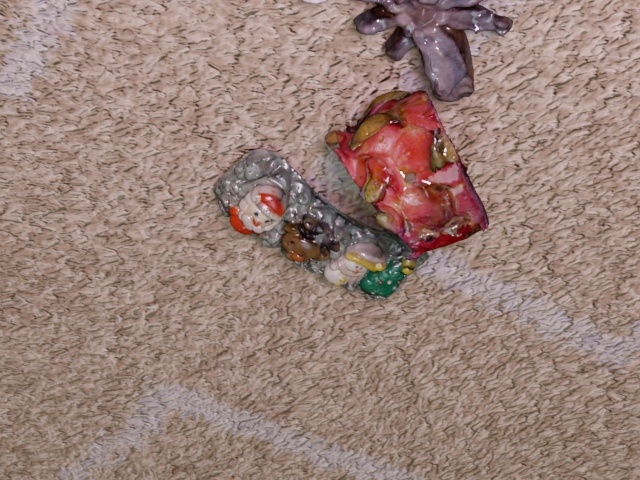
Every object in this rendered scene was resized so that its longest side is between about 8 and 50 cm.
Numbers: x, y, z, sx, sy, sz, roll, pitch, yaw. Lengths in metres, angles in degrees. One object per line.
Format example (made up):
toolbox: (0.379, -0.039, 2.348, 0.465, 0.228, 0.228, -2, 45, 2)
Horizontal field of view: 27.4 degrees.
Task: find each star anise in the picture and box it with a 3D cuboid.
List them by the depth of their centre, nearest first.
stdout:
star anise: (0.137, -0.277, 1.505, 0.198, 0.110, 0.257, 14, 138, -15)

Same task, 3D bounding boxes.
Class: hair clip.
hair clip: (0.001, 0.002, 1.774, 0.321, 0.091, 0.138, 29, 129, -24)

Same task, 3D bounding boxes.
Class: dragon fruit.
dragon fruit: (0.103, -0.080, 1.607, 0.147, 0.211, 0.282, -26, 174, 10)

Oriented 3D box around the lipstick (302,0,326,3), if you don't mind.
lipstick: (-0.006, -0.338, 1.488, 0.040, 0.040, 0.141, 0, 133, -1)
